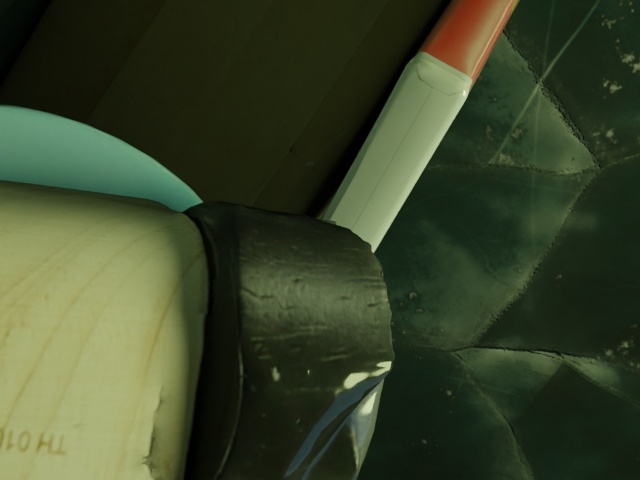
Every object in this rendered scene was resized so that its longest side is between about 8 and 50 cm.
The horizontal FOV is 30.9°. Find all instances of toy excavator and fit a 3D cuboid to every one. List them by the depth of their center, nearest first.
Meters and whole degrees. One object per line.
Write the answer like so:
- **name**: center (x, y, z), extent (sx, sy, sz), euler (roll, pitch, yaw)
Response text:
- **toy excavator**: center (-0.172, 0.150, 0.520), extent (0.445, 0.222, 0.432), euler (-155, -107, -68)

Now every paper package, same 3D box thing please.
- **paper package**: center (-0.049, -0.085, 0.707), extent (0.309, 0.168, 0.325), euler (-57, 178, 5)

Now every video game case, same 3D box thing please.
- **video game case**: center (0.042, -0.050, 0.546), extent (0.204, 0.025, 0.285), euler (-61, 178, 35)
